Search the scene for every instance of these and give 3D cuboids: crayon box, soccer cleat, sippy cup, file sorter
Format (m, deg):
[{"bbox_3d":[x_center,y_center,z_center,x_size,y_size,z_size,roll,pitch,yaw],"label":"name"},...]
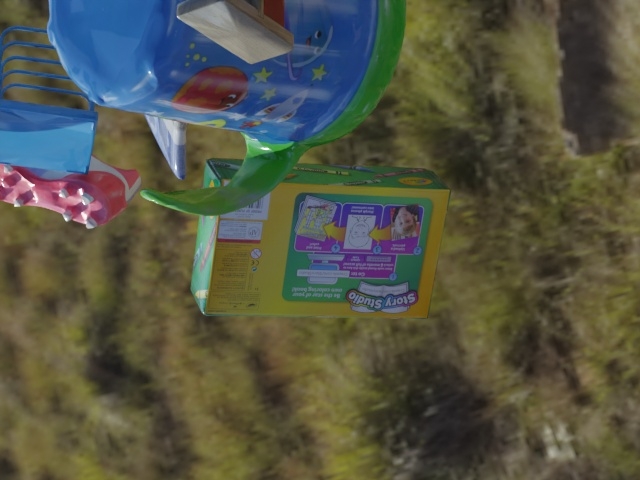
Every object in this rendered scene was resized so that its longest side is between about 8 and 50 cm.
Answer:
[{"bbox_3d":[0.000,0.000,1.675,0.081,0.278,0.165,-126,41,-63],"label":"crayon box"},{"bbox_3d":[-0.337,-0.085,1.782,0.248,0.095,0.083,20,129,26],"label":"soccer cleat"},{"bbox_3d":[-0.088,-0.189,1.169,0.240,0.224,0.305,-28,74,41],"label":"sippy cup"},{"bbox_3d":[-0.313,-0.158,1.639,0.170,0.118,0.104,126,149,-69],"label":"file sorter"}]

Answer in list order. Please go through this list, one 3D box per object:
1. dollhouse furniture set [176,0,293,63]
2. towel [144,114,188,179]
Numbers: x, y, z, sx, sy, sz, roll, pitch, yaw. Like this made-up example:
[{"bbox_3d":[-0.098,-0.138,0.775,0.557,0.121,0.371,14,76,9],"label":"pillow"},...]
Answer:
[{"bbox_3d":[0.005,-0.211,0.898,0.129,0.129,0.184,-13,66,33],"label":"dollhouse furniture set"},{"bbox_3d":[-0.201,-0.250,1.883,0.209,0.034,0.285,-120,27,-45],"label":"towel"}]
